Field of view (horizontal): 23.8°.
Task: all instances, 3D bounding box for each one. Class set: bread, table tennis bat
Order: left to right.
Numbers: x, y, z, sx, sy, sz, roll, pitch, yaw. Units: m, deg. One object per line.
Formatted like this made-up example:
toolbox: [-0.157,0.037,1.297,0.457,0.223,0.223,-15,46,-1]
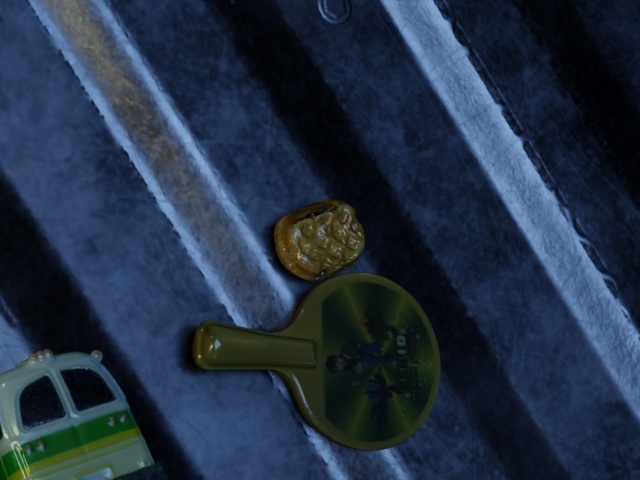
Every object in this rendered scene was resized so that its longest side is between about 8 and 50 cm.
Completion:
bread: [0.000,0.000,1.687,0.110,0.044,0.083,-21,91,-35]
table tennis bat: [0.002,0.128,1.663,0.321,0.050,0.198,9,76,-33]

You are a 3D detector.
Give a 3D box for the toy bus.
toy bus: [-0.257,0.212,1.354,0.133,0.276,0.165,-15,75,-34]
